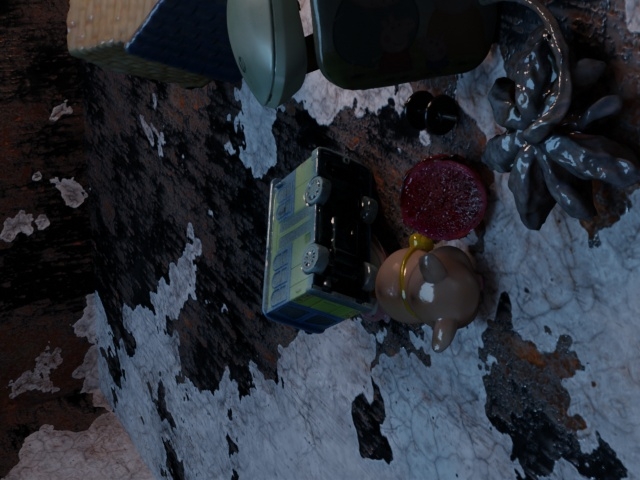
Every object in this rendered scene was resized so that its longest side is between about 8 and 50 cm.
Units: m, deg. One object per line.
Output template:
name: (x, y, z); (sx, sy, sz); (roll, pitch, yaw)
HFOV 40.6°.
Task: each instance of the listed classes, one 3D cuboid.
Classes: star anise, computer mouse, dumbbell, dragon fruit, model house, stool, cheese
star anise: (0.303, -0.163, 1.212); (0.359, 0.139, 0.316); (42, 128, 47)
computer mouse: (-0.096, -0.340, 1.311); (0.159, 0.097, 0.288); (123, 133, -70)
dumbbell: (0.186, -0.216, 1.464); (0.147, 0.069, 0.069); (27, 123, 55)
dragon fruit: (0.209, -0.089, 1.455); (0.111, 0.153, 0.153); (-68, -17, -64)
model house: (-0.272, -0.580, 1.899); (0.400, 0.395, 0.445); (4, 86, 44)
stool: (0.087, -0.403, 1.341); (0.226, 0.310, 0.310); (-153, 55, -61)
cheese: (0.079, 0.049, 1.743); (0.286, 0.074, 0.189); (57, 143, 41)

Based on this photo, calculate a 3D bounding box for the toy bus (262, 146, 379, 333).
toy bus: (0.000, 0.000, 1.659); (0.190, 0.152, 0.312); (-31, 48, 46)

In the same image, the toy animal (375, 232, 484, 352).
toy animal: (0.184, 0.079, 1.511); (0.165, 0.149, 0.248); (67, 164, -10)
